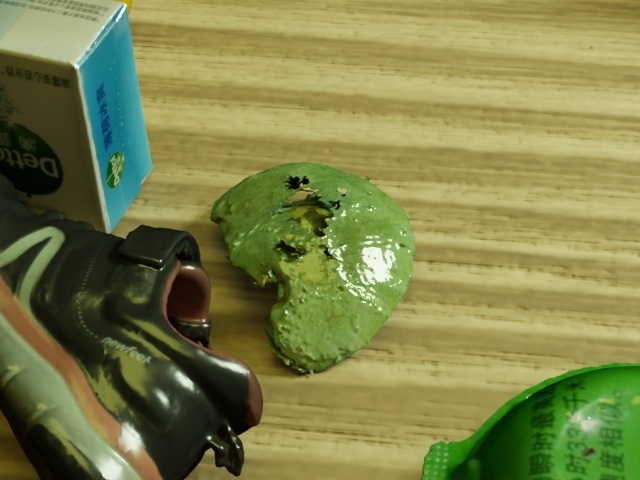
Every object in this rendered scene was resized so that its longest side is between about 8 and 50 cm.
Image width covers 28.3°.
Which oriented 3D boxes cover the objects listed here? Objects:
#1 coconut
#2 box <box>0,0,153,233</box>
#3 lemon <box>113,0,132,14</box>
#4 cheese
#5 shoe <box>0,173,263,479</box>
[{"bbox_3d":[-0.002,-0.003,0.770,0.133,0.055,0.158,-26,50,-21],"label":"coconut"},{"bbox_3d":[-0.215,-0.093,0.806,0.194,0.139,0.073,13,47,14],"label":"box"},{"bbox_3d":[-0.193,-0.178,0.914,0.114,0.114,0.155,17,44,18],"label":"lemon"},{"bbox_3d":[0.206,0.136,0.599,0.320,0.083,0.204,4,42,9],"label":"cheese"},{"bbox_3d":[-0.128,0.030,0.693,0.137,0.114,0.291,-28,52,-18],"label":"shoe"}]
